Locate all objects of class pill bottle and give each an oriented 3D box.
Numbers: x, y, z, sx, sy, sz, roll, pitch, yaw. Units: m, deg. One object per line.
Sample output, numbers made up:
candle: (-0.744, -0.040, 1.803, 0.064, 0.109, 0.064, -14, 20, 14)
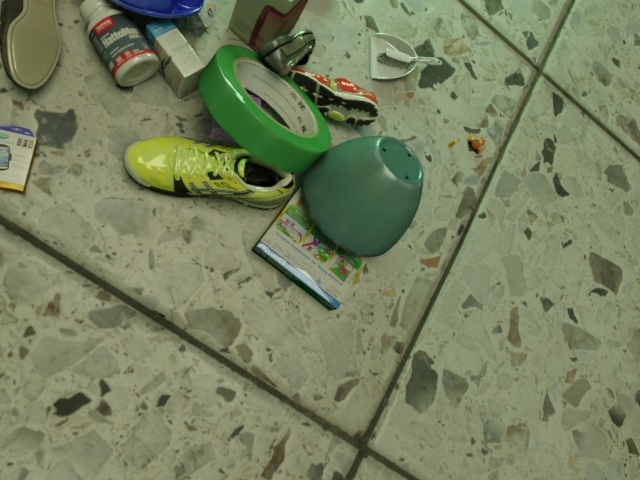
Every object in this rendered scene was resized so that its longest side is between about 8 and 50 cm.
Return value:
pill bottle: (-0.454, -0.450, 1.146, 0.108, 0.108, 0.180, -34, 91, -26)

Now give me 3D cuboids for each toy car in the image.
toy car: (0.443, -0.282, 1.515, 0.122, 0.040, 0.060, -19, 85, -26)

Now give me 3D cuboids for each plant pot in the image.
plant pot: (0.130, -0.133, 1.212, 0.290, 0.195, 0.290, 21, 50, -27)

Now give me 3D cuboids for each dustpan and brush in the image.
dustpan and brush: (0.249, -0.524, 1.482, 0.211, 0.060, 0.148, 6, 75, -21)

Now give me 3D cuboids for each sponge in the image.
sponge: (-0.199, -0.303, 1.210, 0.117, 0.031, 0.210, 12, 46, -21)

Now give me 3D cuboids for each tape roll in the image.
tape roll: (-0.119, -0.298, 1.157, 0.321, 0.077, 0.321, 33, 33, -25)

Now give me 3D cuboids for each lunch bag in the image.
lunch bag: (-0.288, -0.553, 1.252, 0.053, 0.083, 0.071, 31, 67, -13)

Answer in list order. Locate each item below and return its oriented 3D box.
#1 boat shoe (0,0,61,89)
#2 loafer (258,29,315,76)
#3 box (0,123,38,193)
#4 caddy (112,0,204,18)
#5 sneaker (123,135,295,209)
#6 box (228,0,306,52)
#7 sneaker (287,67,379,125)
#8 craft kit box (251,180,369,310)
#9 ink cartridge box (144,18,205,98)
boat shoe: (-0.632, -0.474, 1.099, 0.112, 0.095, 0.336, 14, 72, -57)
loafer: (-0.071, -0.463, 1.280, 0.084, 0.096, 0.267, 59, 30, -12)
box: (-0.635, -0.169, 1.047, 0.081, 0.028, 0.136, 12, 71, -20)
caddy: (-0.416, -0.627, 1.148, 0.341, 0.179, 0.241, 37, 47, 10)
sneaker: (-0.237, -0.169, 1.146, 0.384, 0.147, 0.145, 6, 77, -20)
box: (-0.113, -0.592, 1.252, 0.126, 0.232, 0.149, 40, 66, -8)
sneaker: (0.022, -0.385, 1.347, 0.278, 0.107, 0.118, 18, 45, -13)
craft kit box: (0.000, 0.000, 1.256, 0.249, 0.061, 0.247, 39, 68, -10)
ink cartridge box: (-0.330, -0.408, 1.188, 0.060, 0.104, 0.180, -38, 93, -26)
